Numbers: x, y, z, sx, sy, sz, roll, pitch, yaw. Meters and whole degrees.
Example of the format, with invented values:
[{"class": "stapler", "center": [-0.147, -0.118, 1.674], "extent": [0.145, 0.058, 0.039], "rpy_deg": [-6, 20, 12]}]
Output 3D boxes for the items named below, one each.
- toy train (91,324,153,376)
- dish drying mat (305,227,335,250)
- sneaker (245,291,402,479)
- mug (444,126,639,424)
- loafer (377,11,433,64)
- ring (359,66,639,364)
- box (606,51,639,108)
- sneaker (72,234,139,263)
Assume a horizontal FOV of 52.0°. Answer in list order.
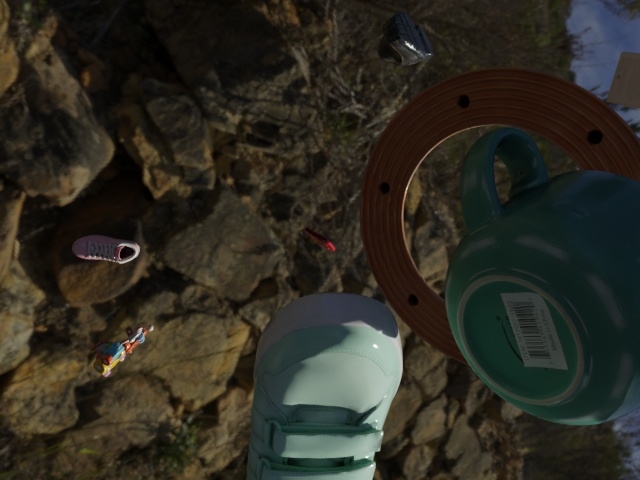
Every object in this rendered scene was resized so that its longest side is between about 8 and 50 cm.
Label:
[{"class": "toy train", "center": [-0.364, 0.186, 1.187], "extent": [0.046, 0.125, 0.166], "rpy_deg": [42, -16, 0]}, {"class": "dish drying mat", "center": [0.000, 0.000, 0.827], "extent": [0.032, 0.008, 0.083], "rpy_deg": [29, -4, 11]}, {"class": "sneaker", "center": [0.002, 0.157, 0.395], "extent": [0.151, 0.094, 0.256], "rpy_deg": [-95, -168, -47]}, {"class": "mug", "center": [0.126, 0.028, 0.373], "extent": [0.157, 0.097, 0.129], "rpy_deg": [39, -44, 29]}, {"class": "loafer", "center": [0.107, -0.262, 0.886], "extent": [0.062, 0.061, 0.170], "rpy_deg": [68, 21, 3]}, {"class": "ring", "center": [0.192, -0.016, 0.715], "extent": [0.032, 0.336, 0.337], "rpy_deg": [-22, 85, -53]}, {"class": "box", "center": [0.608, -0.258, 1.117], "extent": [0.170, 0.130, 0.091], "rpy_deg": [-138, -123, -59]}, {"class": "sneaker", "center": [-0.441, 0.018, 1.351], "extent": [0.070, 0.134, 0.051], "rpy_deg": [-158, -107, -71]}]
